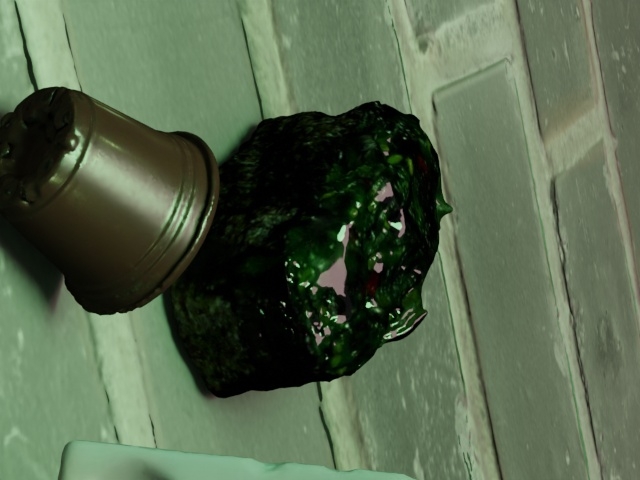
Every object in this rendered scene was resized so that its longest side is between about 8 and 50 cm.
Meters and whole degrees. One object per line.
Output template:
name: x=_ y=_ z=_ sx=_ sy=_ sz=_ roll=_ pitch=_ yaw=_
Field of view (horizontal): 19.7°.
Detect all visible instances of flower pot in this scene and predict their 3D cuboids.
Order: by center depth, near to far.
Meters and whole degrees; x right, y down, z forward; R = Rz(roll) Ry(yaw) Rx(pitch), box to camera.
flower pot: x=-0.122 y=-0.029 z=0.960 sx=0.089 sy=0.111 sz=0.111 roll=36 pitch=51 yaw=-40

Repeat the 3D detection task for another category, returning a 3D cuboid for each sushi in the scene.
sushi: x=0.000 y=0.000 z=1.161 sx=0.225 sy=0.127 sz=0.124 roll=-59 pitch=135 yaw=-49

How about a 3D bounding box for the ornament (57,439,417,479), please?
ornament: x=-0.011 y=0.252 z=0.860 sx=0.239 sy=0.240 sz=0.239 roll=93 pitch=3 yaw=-66
